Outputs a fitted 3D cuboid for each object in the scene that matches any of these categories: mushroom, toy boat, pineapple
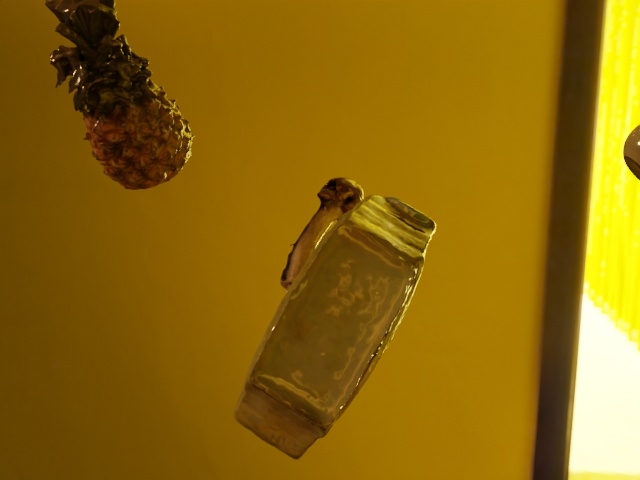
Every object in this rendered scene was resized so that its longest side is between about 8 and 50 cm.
[{"bbox_3d":[0.000,0.000,1.118,0.060,0.061,0.187,4,-128,37],"label":"mushroom"},{"bbox_3d":[0.018,0.071,0.883,0.111,0.276,0.084,32,168,6],"label":"toy boat"},{"bbox_3d":[-0.242,-0.179,1.083,0.128,0.248,0.128,-11,-134,11],"label":"pineapple"}]

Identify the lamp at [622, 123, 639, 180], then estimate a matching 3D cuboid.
[{"bbox_3d":[0.478,-0.143,1.211,0.163,0.091,0.091,-40,-164,-1],"label":"lamp"}]
